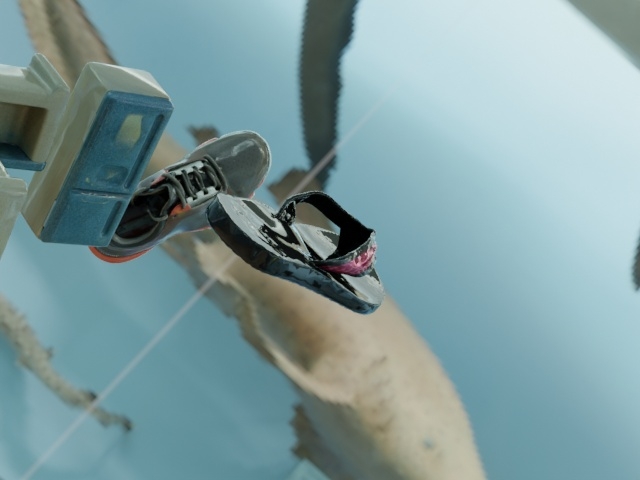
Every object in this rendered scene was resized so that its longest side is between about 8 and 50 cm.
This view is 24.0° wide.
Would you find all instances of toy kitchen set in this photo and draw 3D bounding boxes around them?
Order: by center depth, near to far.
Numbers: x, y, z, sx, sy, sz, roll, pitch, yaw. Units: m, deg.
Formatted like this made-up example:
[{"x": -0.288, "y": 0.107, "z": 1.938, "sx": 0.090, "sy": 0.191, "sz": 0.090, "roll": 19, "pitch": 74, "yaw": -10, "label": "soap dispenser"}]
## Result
[{"x": -0.174, "y": -0.022, "z": 0.905, "sx": 0.207, "sy": 0.122, "sz": 0.166, "roll": 5, "pitch": 34, "yaw": -42, "label": "toy kitchen set"}]

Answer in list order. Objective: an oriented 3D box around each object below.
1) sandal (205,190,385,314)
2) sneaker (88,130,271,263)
[{"x": 0.000, "y": 0.000, "z": 0.793, "sx": 0.067, "sy": 0.040, "sz": 0.179, "roll": 44, "pitch": 9, "yaw": 21, "label": "sandal"}, {"x": -0.101, "y": -0.033, "z": 1.124, "sx": 0.061, "sy": 0.158, "sz": 0.065, "roll": 56, "pitch": -13, "yaw": 1, "label": "sneaker"}]
